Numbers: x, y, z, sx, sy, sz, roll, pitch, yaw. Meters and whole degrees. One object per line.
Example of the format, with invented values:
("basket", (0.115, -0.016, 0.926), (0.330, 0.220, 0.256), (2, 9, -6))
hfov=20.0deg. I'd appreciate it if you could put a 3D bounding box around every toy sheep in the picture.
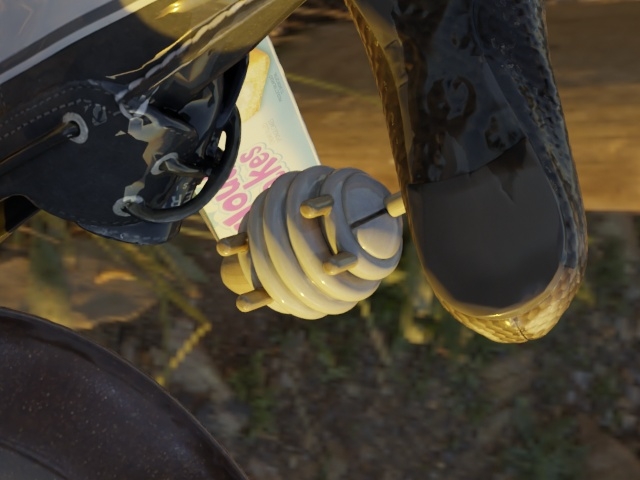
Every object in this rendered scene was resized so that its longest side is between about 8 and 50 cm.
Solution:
("toy sheep", (0.000, 0.000, 0.985), (0.091, 0.132, 0.091), (32, 49, -46))

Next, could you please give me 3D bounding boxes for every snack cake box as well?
("snack cake box", (-0.087, -0.119, 1.191), (0.089, 0.152, 0.264), (-32, 145, -6))

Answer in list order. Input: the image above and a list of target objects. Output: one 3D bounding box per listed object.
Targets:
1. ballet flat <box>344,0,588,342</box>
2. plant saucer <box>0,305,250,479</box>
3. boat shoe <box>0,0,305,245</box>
("ballet flat", (0.055, -0.079, 0.686), (0.058, 0.084, 0.250), (35, 40, -61))
("plant saucer", (-0.074, 0.110, 0.471), (0.198, 0.036, 0.198), (35, 35, -29))
("boat shoe", (-0.060, -0.032, 0.469), (0.076, 0.228, 0.080), (62, 31, -5))
